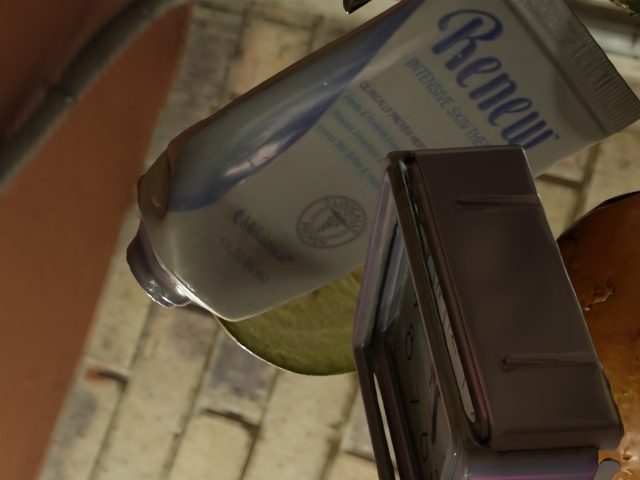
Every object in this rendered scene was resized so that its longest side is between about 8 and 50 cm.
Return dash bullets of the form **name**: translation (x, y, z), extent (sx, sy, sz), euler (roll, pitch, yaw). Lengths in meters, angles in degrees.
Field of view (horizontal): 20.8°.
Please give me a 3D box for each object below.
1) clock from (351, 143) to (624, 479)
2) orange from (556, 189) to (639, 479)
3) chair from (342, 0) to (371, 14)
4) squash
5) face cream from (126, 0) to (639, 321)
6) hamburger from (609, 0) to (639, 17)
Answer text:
- **clock**: translation (0.071, 0.066, 0.820), extent (0.145, 0.073, 0.193), euler (99, 165, -45)
- **orange**: translation (0.263, 0.079, 1.267), extent (0.246, 0.246, 0.246), euler (-40, -43, -49)
- **chair**: translation (0.061, -0.222, 0.767), extent (0.247, 0.159, 0.172), euler (-28, -29, -38)
- **squash**: translation (0.000, 0.000, 1.601), extent (0.049, 0.252, 0.252), euler (-163, 89, -86)
- **face cream**: translation (0.026, -0.069, 1.391), extent (0.235, 0.420, 0.137), euler (45, -156, -40)
- **hamburger**: translation (0.275, -0.213, 1.197), extent (0.159, 0.131, 0.185), euler (-10, -62, -13)
